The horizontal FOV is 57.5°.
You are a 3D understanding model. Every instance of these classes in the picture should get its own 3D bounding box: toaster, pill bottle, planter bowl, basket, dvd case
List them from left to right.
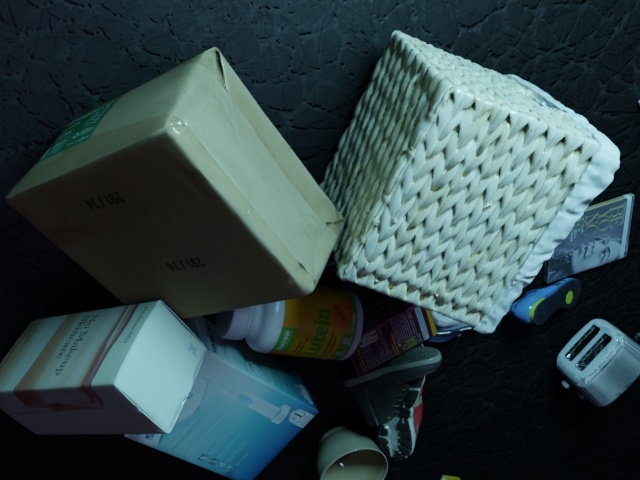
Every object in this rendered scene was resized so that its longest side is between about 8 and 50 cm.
[{"bbox_3d":[-0.058,0.141,1.065,0.246,0.136,0.136,11,112,-26],"label":"pill bottle"},{"bbox_3d":[0.056,0.490,1.311,0.162,0.109,0.162,-9,119,-16],"label":"planter bowl"},{"bbox_3d":[0.189,-0.102,0.890,0.267,0.328,0.331,19,118,-18],"label":"basket"},{"bbox_3d":[0.609,-0.003,1.324,0.221,0.018,0.164,-17,121,-13],"label":"dvd case"},{"bbox_3d":[0.703,0.295,1.452,0.146,0.129,0.227,34,102,-30],"label":"toaster"}]

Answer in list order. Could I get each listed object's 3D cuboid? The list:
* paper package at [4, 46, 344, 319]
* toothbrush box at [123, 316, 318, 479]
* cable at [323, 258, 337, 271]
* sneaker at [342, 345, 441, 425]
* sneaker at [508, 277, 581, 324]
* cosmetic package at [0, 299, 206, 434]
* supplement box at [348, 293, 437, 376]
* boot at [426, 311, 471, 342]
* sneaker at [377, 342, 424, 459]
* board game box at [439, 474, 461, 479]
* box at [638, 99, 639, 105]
[{"bbox_3d":[-0.192,-0.050,0.804,0.325,0.168,0.309,-14,129,33],"label":"paper package"},{"bbox_3d":[-0.189,0.306,1.107,0.295,0.126,0.216,36,100,-33],"label":"toothbrush box"},{"bbox_3d":[0.000,0.000,1.049,0.185,0.047,0.150,11,128,-14],"label":"cable"},{"bbox_3d":[0.164,0.300,1.202,0.222,0.083,0.118,-24,95,28],"label":"sneaker"},{"bbox_3d":[0.515,0.129,1.337,0.209,0.082,0.069,-20,109,-32],"label":"sneaker"},{"bbox_3d":[-0.344,0.199,0.891,0.296,0.153,0.129,-11,129,27],"label":"cosmetic package"},{"bbox_3d":[0.131,0.179,1.193,0.188,0.081,0.104,-27,123,-7],"label":"supplement box"},{"bbox_3d":[0.314,0.170,1.280,0.190,0.069,0.086,-6,136,-19],"label":"boot"},{"bbox_3d":[0.183,0.338,1.298,0.118,0.107,0.278,-14,113,-65],"label":"sneaker"},{"bbox_3d":[0.319,0.817,1.508,0.064,0.242,0.316,20,108,-31],"label":"board game box"},{"bbox_3d":[0.764,-0.267,1.202,0.130,0.091,0.170,-47,123,7],"label":"box"}]
